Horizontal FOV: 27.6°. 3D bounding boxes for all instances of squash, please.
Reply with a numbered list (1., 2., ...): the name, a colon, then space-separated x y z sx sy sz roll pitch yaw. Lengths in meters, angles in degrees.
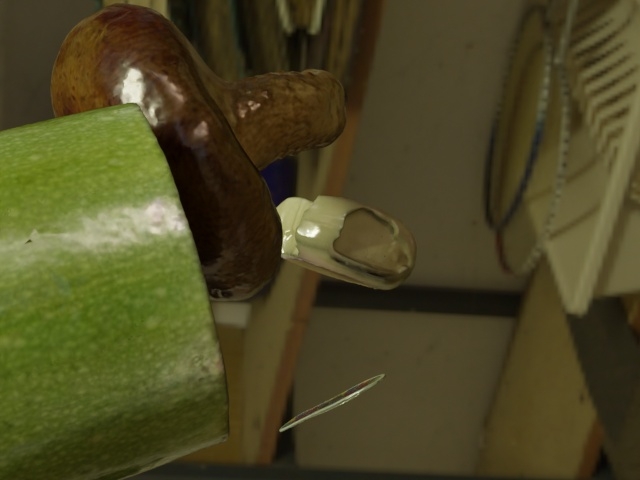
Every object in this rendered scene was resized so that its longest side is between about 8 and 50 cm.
1. squash: -0.277 0.072 0.892 0.263 0.384 0.263 165 90 -75

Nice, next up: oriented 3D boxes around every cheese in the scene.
1. cheese: 0.000 0.000 1.527 0.286 0.163 0.082 6 74 63

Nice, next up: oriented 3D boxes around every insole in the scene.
1. insole: 0.014 0.217 1.740 0.065 0.193 0.006 -31 -90 -51

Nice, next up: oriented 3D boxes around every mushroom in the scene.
1. mushroom: -0.116 -0.098 1.121 0.255 0.267 0.267 -63 -3 -19
